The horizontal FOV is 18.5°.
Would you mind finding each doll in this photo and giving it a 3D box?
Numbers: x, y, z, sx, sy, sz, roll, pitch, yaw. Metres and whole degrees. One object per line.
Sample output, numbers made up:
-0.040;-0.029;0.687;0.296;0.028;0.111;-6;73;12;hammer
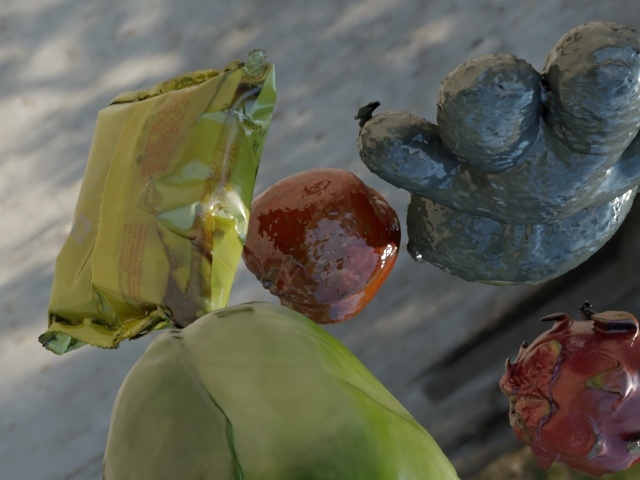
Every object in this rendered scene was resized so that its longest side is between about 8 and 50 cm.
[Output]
0.148;-0.084;1.390;0.246;0.158;0.340;-12;155;3;doll

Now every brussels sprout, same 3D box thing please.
-0.010;0.115;0.769;0.131;0.183;0.145;-37;-150;0;brussels sprout

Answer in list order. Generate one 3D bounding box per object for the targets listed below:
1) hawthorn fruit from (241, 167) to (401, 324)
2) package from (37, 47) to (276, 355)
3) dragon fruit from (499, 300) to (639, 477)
0.000;0.000;1.507;0.128;0.128;0.128;-33;168;-8;hawthorn fruit
-0.108;-0.022;1.348;0.168;0.226;0.090;-7;152;41;package
0.219;0.120;1.509;0.166;0.133;0.136;15;97;-41;dragon fruit
